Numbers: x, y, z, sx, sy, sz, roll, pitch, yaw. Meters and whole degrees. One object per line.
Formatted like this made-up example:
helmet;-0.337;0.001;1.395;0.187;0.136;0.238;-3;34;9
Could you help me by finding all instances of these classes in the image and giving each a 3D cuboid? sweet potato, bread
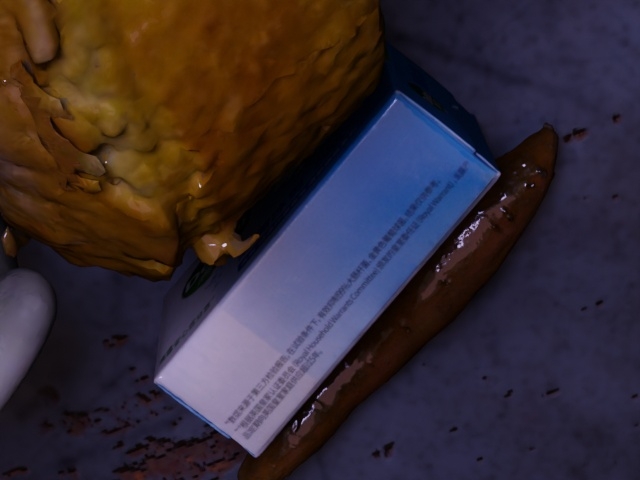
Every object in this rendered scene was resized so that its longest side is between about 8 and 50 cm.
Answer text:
sweet potato;0.044;0.039;1.048;0.057;0.057;0.264;37;102;-13
bread;-0.124;-0.160;0.838;0.204;0.358;0.337;-29;137;-14

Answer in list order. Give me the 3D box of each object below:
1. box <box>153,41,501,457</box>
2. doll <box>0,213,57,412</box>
box;0.001;0.000;0.989;0.073;0.139;0.194;38;102;-12
doll;-0.310;-0.017;0.931;0.370;0.215;0.226;36;136;-3
